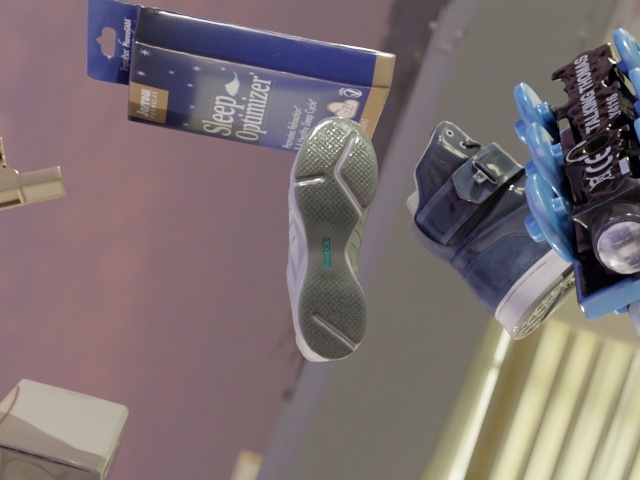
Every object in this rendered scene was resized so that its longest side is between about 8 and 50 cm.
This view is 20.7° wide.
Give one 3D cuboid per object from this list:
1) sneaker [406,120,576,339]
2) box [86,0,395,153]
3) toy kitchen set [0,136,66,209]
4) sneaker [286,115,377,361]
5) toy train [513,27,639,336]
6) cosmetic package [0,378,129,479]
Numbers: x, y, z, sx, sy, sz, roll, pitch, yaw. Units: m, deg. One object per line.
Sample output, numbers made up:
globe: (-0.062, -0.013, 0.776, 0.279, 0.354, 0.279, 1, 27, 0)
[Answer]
sneaker: (0.170, -0.050, 1.341, 0.226, 0.163, 0.086, -37, -24, -23)
box: (-0.066, -0.117, 1.310, 0.136, 0.225, 0.036, 109, 172, -67)
toy kitchen set: (-0.297, -0.070, 1.762, 0.068, 0.075, 0.083, 86, 170, -61)
sneaker: (0.000, 0.000, 1.062, 0.061, 0.053, 0.152, 142, 135, -71)
toy train: (0.143, -0.023, 0.802, 0.080, 0.105, 0.184, -29, 24, 17)
cosmetic package: (-0.246, 0.227, 1.509, 0.309, 0.113, 0.160, -138, 64, -85)
